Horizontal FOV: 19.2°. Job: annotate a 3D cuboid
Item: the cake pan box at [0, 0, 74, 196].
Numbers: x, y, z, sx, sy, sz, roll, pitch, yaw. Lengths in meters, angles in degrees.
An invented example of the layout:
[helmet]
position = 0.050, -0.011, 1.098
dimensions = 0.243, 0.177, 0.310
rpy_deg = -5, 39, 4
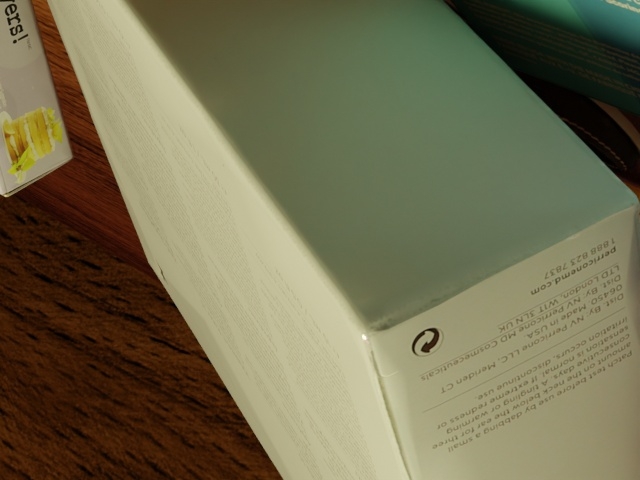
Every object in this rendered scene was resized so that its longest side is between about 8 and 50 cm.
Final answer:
[cake pan box]
position = -0.291, -0.182, 1.292
dimensions = 0.267, 0.070, 0.245
rpy_deg = 26, 137, 43

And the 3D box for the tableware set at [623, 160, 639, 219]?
[tableware set]
position = 0.137, -0.041, 0.917
dimensions = 0.104, 0.024, 0.154
rpy_deg = 40, 172, -13

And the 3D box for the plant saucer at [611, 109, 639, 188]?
[plant saucer]
position = 0.101, -0.083, 0.763
dimensions = 0.199, 0.036, 0.198
rpy_deg = 34, 171, 6

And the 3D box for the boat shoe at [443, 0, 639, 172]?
[boat shoe]
position = 0.071, -0.060, 0.746
dimensions = 0.125, 0.038, 0.046
rpy_deg = 36, 172, -4

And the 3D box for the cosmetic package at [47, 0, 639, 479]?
[cosmetic package]
position = 0.000, 0.000, 0.733
dimensions = 0.377, 0.097, 0.284
rpy_deg = 53, 163, 45

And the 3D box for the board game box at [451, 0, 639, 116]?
[board game box]
position = 0.078, -0.129, 0.445
dimensions = 0.254, 0.079, 0.336
rpy_deg = 28, 169, 43
